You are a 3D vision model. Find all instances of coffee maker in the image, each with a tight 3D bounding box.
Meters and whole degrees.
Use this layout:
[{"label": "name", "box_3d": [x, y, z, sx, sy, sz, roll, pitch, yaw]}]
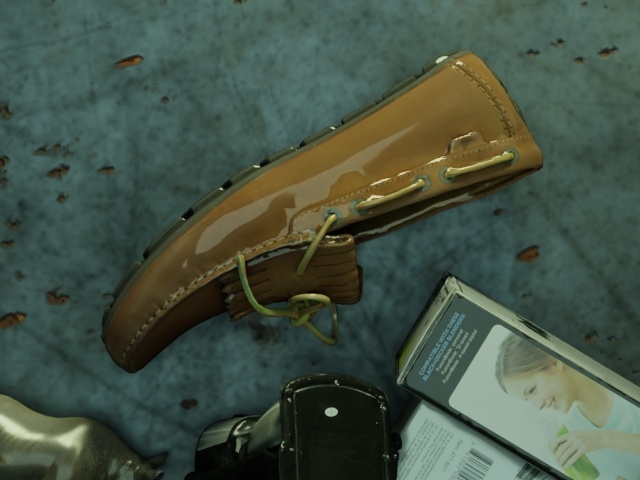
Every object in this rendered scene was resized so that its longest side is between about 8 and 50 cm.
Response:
[{"label": "coffee maker", "box_3d": [-0.032, 0.201, 1.349, 0.120, 0.178, 0.171, 30, 60, -16]}]

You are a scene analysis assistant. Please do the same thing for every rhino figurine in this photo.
[{"label": "rhino figurine", "box_3d": [-0.216, 0.192, 1.427, 0.243, 0.073, 0.106, 16, 95, -1]}]

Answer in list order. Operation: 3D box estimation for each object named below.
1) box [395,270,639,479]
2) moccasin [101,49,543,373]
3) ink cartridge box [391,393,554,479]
[{"label": "box", "box_3d": [0.201, 0.139, 1.372, 0.290, 0.169, 0.087, 31, 94, -1]}, {"label": "moccasin", "box_3d": [0.000, 0.001, 1.396, 0.380, 0.139, 0.147, -30, 82, -8]}, {"label": "ink cartridge box", "box_3d": [0.129, 0.235, 1.414, 0.203, 0.086, 0.148, 32, 92, -1]}]
